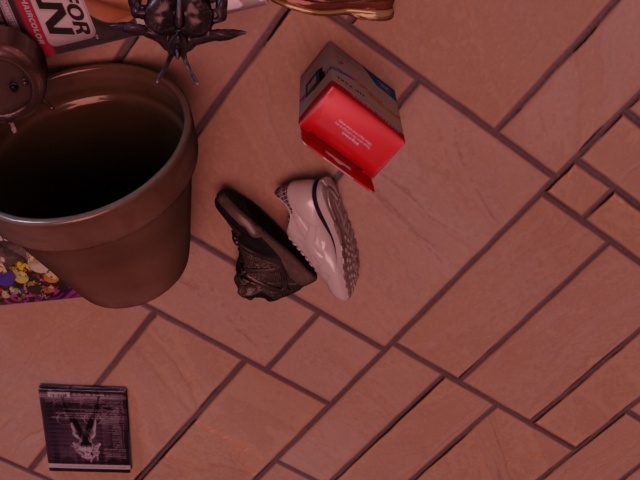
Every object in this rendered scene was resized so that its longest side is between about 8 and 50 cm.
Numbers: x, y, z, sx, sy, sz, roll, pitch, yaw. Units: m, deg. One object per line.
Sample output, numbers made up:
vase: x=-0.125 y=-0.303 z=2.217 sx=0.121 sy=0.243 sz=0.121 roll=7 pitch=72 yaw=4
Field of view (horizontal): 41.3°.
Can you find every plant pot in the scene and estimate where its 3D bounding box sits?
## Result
plant pot: x=-0.317 y=-0.053 z=1.256 sx=0.323 sy=0.323 sz=0.280 roll=-7 pitch=138 yaw=3

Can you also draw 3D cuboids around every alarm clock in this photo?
alarm clock: x=-0.434 y=-0.231 z=1.114 sx=0.129 sy=0.064 sz=0.192 roll=-13 pitch=134 yaw=-2

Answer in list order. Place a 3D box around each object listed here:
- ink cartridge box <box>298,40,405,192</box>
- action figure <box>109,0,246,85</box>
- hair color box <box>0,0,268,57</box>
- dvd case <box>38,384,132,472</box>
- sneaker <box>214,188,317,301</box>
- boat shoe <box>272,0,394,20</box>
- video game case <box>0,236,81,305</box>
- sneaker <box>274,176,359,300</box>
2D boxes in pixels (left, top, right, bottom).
ink cartridge box: x=0.043 y=-0.178 z=1.202 sx=0.134 sy=0.231 sz=0.078 roll=34 pitch=116 yaw=-20
action figure: x=-0.167 y=-0.332 z=1.026 sx=0.164 sy=0.141 sz=0.275 roll=3 pitch=106 yaw=-5
hair color box: x=-0.271 y=-0.378 z=1.141 sx=0.375 sy=0.113 sz=0.185 roll=-12 pitch=121 yaw=6
dvd case: x=-0.458 y=0.372 z=1.666 sx=0.165 sy=0.018 sz=0.221 roll=2 pitch=121 yaw=-4
sneaker: x=-0.120 y=0.021 z=1.410 sx=0.130 sy=0.087 sz=0.227 roll=-35 pitch=122 yaw=12
boat shoe: x=0.020 y=-0.350 z=1.197 sx=0.178 sy=0.064 sz=0.060 roll=2 pitch=117 yaw=-10
video game case: x=-0.521 y=0.012 z=1.423 sx=0.232 sy=0.041 sz=0.210 roll=-5 pitch=122 yaw=2
sneaker: x=0.000 y=0.000 z=1.412 sx=0.095 sy=0.090 sz=0.235 roll=-7 pitch=119 yaw=19
